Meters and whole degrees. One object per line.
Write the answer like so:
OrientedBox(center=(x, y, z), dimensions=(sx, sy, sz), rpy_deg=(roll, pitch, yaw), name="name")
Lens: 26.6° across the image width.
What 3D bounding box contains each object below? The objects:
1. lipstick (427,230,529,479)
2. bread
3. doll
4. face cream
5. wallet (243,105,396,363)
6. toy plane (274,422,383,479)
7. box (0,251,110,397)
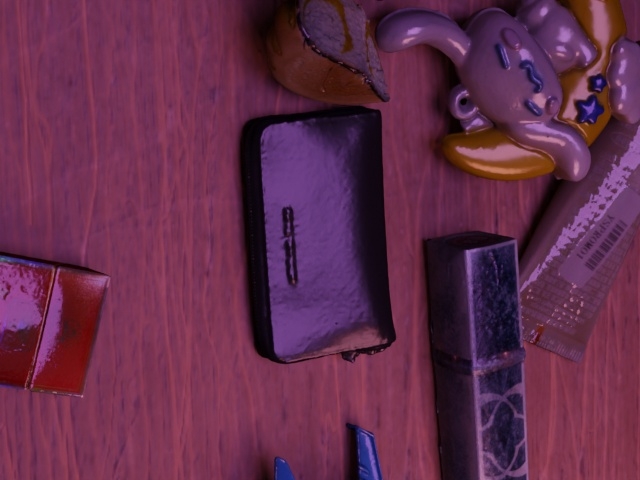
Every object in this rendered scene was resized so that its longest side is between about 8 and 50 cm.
OrientedBox(center=(0.163, 0.138, 1.381), dimensions=(0.078, 0.076, 0.289), rpy_deg=(-13, 106, -31), name="lipstick")
OrientedBox(center=(0.002, -0.168, 1.230), dimensions=(0.157, 0.094, 0.083), rpy_deg=(16, 56, -43), name="bread")
OrientedBox(center=(0.204, -0.167, 1.335), dimensions=(0.237, 0.111, 0.252), rpy_deg=(-33, 115, -3), name="doll")
OrientedBox(center=(0.300, -0.043, 1.441), dimensions=(0.137, 0.084, 0.341), rpy_deg=(24, 92, -29), name="face cream")
OrientedBox(center=(0.000, 0.000, 1.284), dimensions=(0.149, 0.044, 0.250), rpy_deg=(-7, 101, -26), name="wallet")
OrientedBox(center=(0.038, 0.318, 1.323), dimensions=(0.271, 0.105, 0.254), rpy_deg=(30, 67, -26), name="toy plane")
OrientedBox(center=(-0.272, 0.065, 1.127), dimensions=(0.175, 0.048, 0.112), rpy_deg=(11, 91, -31), name="box")
